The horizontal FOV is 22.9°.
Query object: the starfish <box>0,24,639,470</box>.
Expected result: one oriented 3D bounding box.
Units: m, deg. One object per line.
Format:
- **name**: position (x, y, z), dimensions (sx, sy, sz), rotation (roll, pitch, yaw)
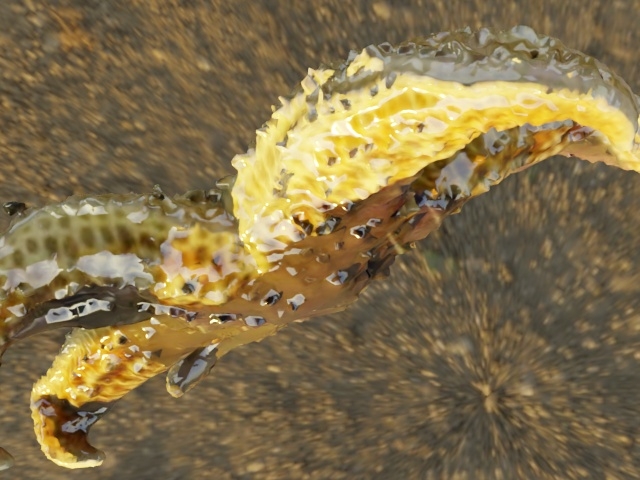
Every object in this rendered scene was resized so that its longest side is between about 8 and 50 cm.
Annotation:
- **starfish**: position (-0.001, -0.002, 0.445), dimensions (0.216, 0.238, 0.071), rotation (-20, 83, -31)
